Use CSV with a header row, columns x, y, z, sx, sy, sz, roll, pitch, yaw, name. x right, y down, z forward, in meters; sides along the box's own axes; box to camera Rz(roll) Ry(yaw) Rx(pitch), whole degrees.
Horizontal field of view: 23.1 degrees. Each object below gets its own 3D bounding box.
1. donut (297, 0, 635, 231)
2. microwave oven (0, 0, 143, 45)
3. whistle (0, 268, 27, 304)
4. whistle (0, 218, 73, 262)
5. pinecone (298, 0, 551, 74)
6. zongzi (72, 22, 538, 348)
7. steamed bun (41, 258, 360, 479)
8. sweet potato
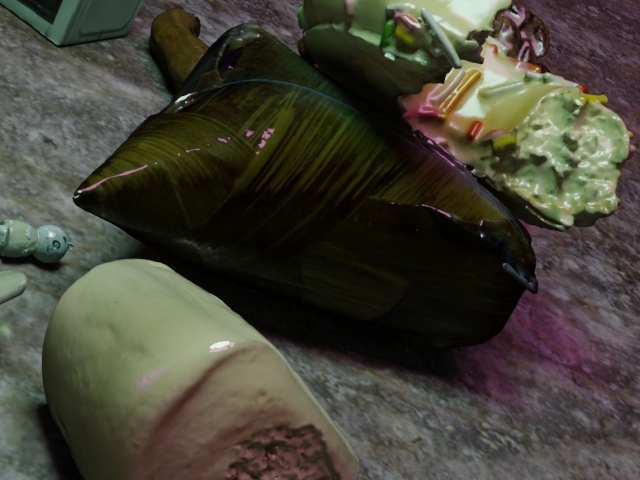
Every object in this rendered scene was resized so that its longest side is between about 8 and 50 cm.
x,y,z,sx,sy,sz,roll,pitch,yaw,name
0.136,-0.167,1.540,0.307,0.150,0.371,28,-11,49,donut
-0.316,-0.339,1.832,0.208,0.122,0.162,37,27,16,microwave oven
-0.300,0.065,1.135,0.244,0.110,0.092,-22,88,-59,whistle
-0.262,0.000,1.366,0.100,0.035,0.035,9,32,-33,whistle
0.124,-0.184,1.819,0.298,0.296,0.242,-17,27,-11,pinecone
0.000,0.000,1.421,0.403,0.208,0.432,33,21,1,zongzi
-0.112,0.128,1.172,0.200,0.170,0.225,50,-9,-38,steamed bun
-0.162,-0.227,1.863,0.081,0.062,0.233,33,17,-31,sweet potato
